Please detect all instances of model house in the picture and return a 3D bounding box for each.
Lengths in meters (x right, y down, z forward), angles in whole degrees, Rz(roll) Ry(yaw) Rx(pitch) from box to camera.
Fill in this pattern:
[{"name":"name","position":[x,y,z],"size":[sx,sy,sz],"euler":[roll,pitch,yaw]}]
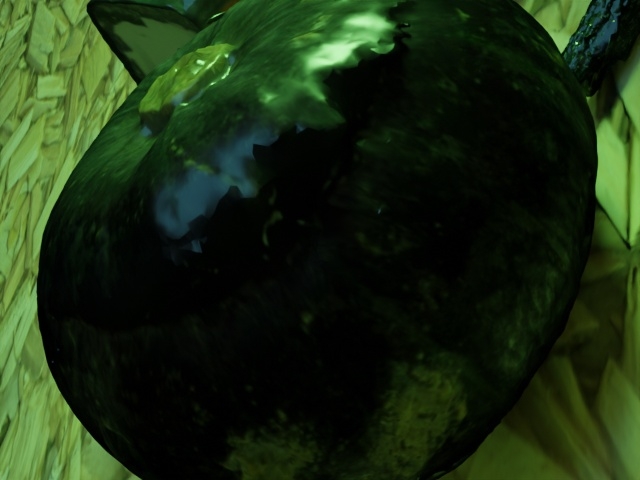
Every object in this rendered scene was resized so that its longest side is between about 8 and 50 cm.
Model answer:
[{"name":"model house","position":[-0.030,-0.238,1.877],"size":[0.301,0.271,0.190],"euler":[-51,37,-15]}]

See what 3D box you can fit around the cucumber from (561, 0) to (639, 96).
[{"name":"cucumber","position":[0.263,-0.232,1.527],"size":[0.256,0.043,0.044],"euler":[-61,23,0]}]

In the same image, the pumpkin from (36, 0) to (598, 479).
[{"name":"pumpkin","position":[0.000,0.000,1.441],"size":[0.454,0.344,0.454],"euler":[-37,23,18]}]
